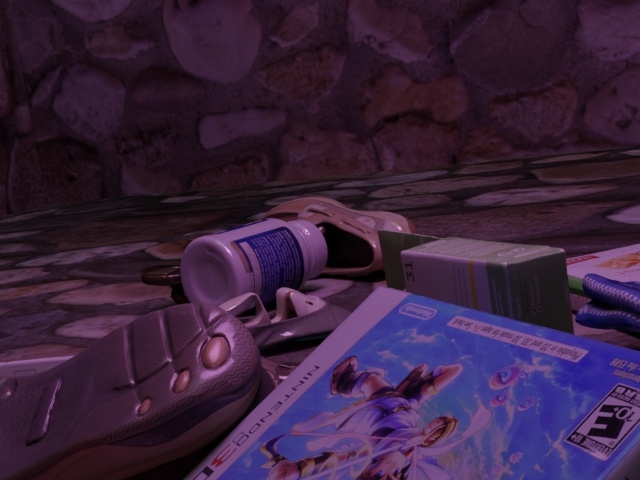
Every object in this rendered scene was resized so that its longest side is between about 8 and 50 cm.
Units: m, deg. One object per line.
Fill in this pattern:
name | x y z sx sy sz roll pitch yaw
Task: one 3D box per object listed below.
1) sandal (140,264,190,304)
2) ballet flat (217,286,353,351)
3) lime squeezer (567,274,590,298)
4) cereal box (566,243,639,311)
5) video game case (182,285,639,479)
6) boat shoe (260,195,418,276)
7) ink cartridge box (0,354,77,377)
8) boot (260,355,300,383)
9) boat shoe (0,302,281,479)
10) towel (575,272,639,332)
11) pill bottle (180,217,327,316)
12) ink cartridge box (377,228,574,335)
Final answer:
sandal | -0.174 0.064 1.598 0.090 0.060 0.219 -2 -5 13
ballet flat | -0.051 0.086 1.274 0.213 0.068 0.072 -13 10 -28
lime squeezer | 0.360 0.042 1.071 0.311 0.058 0.110 -14 46 1
cereal box | 0.356 0.044 1.226 0.173 0.047 0.240 -10 9 -14
video game case | 0.021 0.136 0.535 0.244 0.061 0.269 -44 20 -15
boat shoe | 0.000 0.000 1.675 0.302 0.109 0.098 8 17 44
ink cartridge box | -0.217 0.129 0.949 0.296 0.066 0.261 -7 -6 13
boot | -0.050 0.128 1.118 0.087 0.042 0.118 0 12 14
boat shoe | -0.175 0.159 0.740 0.355 0.130 0.132 -19 33 24
towel | 0.307 0.068 0.523 0.336 0.040 0.243 9 3 -5
pill bottle | -0.080 0.031 1.518 0.112 0.112 0.187 -1 11 41
ink cartridge box | 0.090 0.083 0.820 0.056 0.171 0.235 -13 10 -27
